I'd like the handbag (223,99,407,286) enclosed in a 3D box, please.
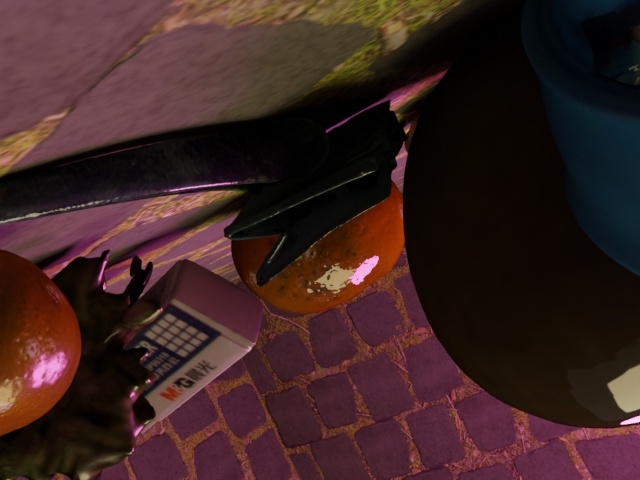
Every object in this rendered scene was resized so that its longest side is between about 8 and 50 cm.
[{"bbox_3d":[0.006,-0.053,0.696,0.144,0.057,0.221,-32,-168,20],"label":"handbag"}]

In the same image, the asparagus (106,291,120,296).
[{"bbox_3d":[-0.373,0.132,1.044,0.343,0.085,0.082,-32,170,-38],"label":"asparagus"}]

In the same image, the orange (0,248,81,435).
[{"bbox_3d":[-0.237,0.068,0.524,0.156,0.124,0.156,-15,164,-4],"label":"orange"}]

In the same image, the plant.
[{"bbox_3d":[-0.224,0.141,0.850,0.251,0.180,0.333,-62,172,-3],"label":"plant"}]

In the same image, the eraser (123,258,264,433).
[{"bbox_3d":[-0.202,0.144,1.039,0.279,0.124,0.081,-41,-152,35],"label":"eraser"}]

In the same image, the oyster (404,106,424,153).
[{"bbox_3d":[0.183,-0.129,1.015,0.166,0.110,0.341,-33,172,26],"label":"oyster"}]

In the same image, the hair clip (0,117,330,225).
[{"bbox_3d":[-0.098,-0.048,0.532,0.083,0.048,0.275,-15,180,34],"label":"hair clip"}]

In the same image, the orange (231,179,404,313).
[{"bbox_3d":[0.000,0.000,1.030,0.240,0.171,0.240,-25,177,-1],"label":"orange"}]

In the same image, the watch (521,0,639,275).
[{"bbox_3d":[0.245,-0.131,0.451,0.274,0.241,0.305,-26,-142,8],"label":"watch"}]

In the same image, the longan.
[{"bbox_3d":[0.236,-0.026,0.693,0.360,0.361,0.361,-26,178,-1],"label":"longan"}]
